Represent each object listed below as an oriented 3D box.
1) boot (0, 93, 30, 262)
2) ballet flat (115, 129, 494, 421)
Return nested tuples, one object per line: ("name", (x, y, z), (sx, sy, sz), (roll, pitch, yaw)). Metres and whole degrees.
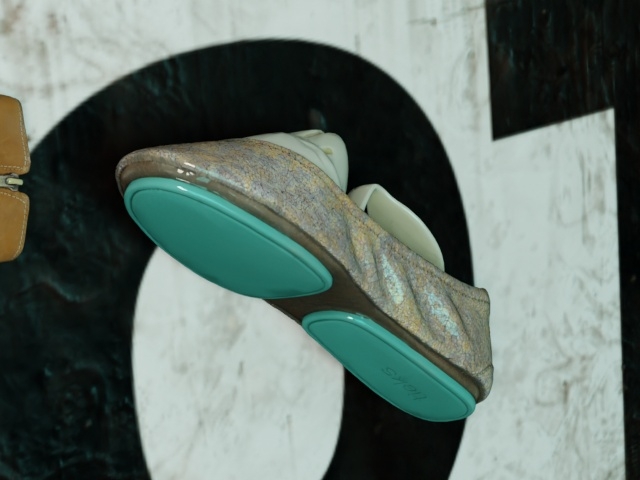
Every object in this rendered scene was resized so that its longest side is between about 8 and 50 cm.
("boot", (-0.212, -0.075, 0.870), (0.152, 0.073, 0.197), (-2, 102, -44))
("ballet flat", (0.000, 0.000, 1.040), (0.316, 0.107, 0.106), (40, 55, -42))
